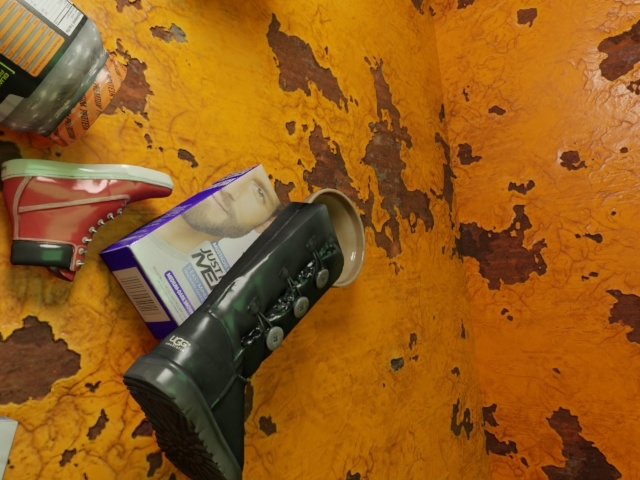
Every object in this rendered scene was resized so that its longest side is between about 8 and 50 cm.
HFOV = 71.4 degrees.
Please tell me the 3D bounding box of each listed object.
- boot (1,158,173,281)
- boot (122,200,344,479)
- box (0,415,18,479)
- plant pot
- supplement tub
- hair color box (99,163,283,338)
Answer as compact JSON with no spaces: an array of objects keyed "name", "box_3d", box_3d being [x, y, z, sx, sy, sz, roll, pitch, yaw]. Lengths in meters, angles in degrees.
[{"name":"boot","box_3d":[-0.345,-0.029,0.699,0.244,0.088,0.176,-6,87,-43]},{"name":"boot","box_3d":[-0.106,0.183,0.817,0.445,0.146,0.366,-53,152,-43]},{"name":"box","box_3d":[-0.518,0.297,0.441,0.322,0.059,0.232,23,65,-44]},{"name":"plant pot","box_3d":[0.000,0.000,1.085,0.237,0.110,0.237,14,71,-47]},{"name":"supplement tub","box_3d":[-0.428,-0.274,0.561,0.316,0.194,0.193,40,54,-39]},{"name":"hair color box","box_3d":[-0.204,0.009,0.841,0.339,0.110,0.185,-46,117,-46]}]
